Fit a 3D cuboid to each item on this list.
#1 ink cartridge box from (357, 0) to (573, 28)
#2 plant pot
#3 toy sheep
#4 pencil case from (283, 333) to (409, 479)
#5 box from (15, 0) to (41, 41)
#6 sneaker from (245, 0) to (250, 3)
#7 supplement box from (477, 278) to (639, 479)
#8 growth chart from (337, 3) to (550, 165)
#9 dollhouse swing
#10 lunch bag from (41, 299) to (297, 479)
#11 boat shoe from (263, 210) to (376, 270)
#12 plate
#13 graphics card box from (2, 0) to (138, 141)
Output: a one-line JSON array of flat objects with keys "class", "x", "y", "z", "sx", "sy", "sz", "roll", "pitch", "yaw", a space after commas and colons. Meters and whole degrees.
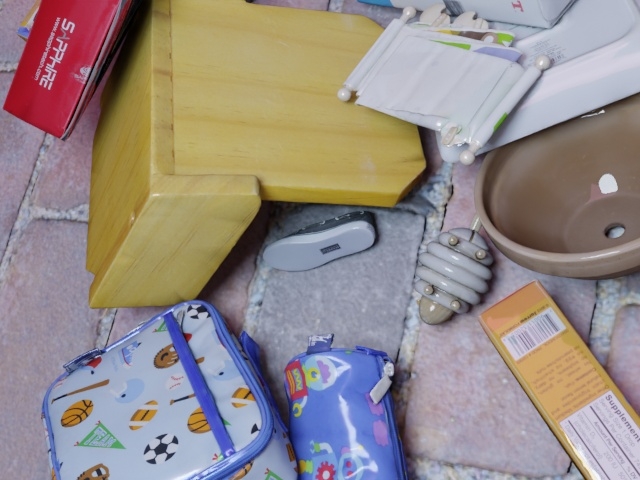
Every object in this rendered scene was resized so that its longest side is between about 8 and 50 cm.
[{"class": "ink cartridge box", "x": 0.136, "y": -0.375, "z": 1.020, "sx": 0.307, "sy": 0.223, "sz": 0.129, "roll": 23, "pitch": 65, "yaw": 45}, {"class": "plant pot", "x": 0.284, "y": -0.040, "z": 0.916, "sx": 0.237, "sy": 0.109, "sz": 0.237, "roll": -19, "pitch": 41, "yaw": 18}, {"class": "toy sheep", "x": 0.145, "y": 0.031, "z": 0.982, "sx": 0.091, "sy": 0.091, "sz": 0.132, "roll": 31, "pitch": 91, "yaw": 30}, {"class": "pencil case", "x": 0.040, "y": 0.250, "z": 0.920, "sx": 0.133, "sy": 0.119, "sz": 0.306, "roll": -28, "pitch": 60, "yaw": 37}, {"class": "box", "x": -0.396, "y": -0.325, "z": 1.399, "sx": 0.136, "sy": 0.028, "sz": 0.081, "roll": 26, "pitch": 81, "yaw": 32}, {"class": "sneaker", "x": -0.090, "y": -0.423, "z": 1.271, "sx": 0.222, "sy": 0.083, "sz": 0.118, "roll": -37, "pitch": 59, "yaw": 8}, {"class": "supplement box", "x": 0.249, "y": 0.155, "z": 0.893, "sx": 0.080, "sy": 0.078, "sz": 0.233, "roll": -32, "pitch": 61, "yaw": 6}, {"class": "growth chart", "x": 0.128, "y": -0.181, "z": 0.986, "sx": 0.172, "sy": 0.021, "sz": 0.237, "roll": -46, "pitch": 45, "yaw": -11}, {"class": "dollhouse swing", "x": -0.093, "y": -0.108, "z": 1.130, "sx": 0.315, "sy": 0.305, "sz": 0.346, "roll": -51, "pitch": 36, "yaw": 43}, {"class": "lunch bag", "x": -0.161, "y": 0.192, "z": 0.970, "sx": 0.243, "sy": 0.115, "sz": 0.303, "roll": -31, "pitch": 35, "yaw": -5}, {"class": "boat shoe", "x": 0.000, "y": 0.000, "z": 1.087, "sx": 0.142, "sy": 0.049, "sz": 0.040, "roll": -14, "pitch": 39, "yaw": 19}, {"class": "plate", "x": 0.239, "y": -0.230, "z": 1.018, "sx": 0.277, "sy": 0.045, "sz": 0.278, "roll": -20, "pitch": 42, "yaw": 15}, {"class": "graphics card box", "x": -0.268, "y": -0.324, "z": 1.156, "sx": 0.232, "sy": 0.094, "sz": 0.370, "roll": -53, "pitch": 17, "yaw": 39}]
